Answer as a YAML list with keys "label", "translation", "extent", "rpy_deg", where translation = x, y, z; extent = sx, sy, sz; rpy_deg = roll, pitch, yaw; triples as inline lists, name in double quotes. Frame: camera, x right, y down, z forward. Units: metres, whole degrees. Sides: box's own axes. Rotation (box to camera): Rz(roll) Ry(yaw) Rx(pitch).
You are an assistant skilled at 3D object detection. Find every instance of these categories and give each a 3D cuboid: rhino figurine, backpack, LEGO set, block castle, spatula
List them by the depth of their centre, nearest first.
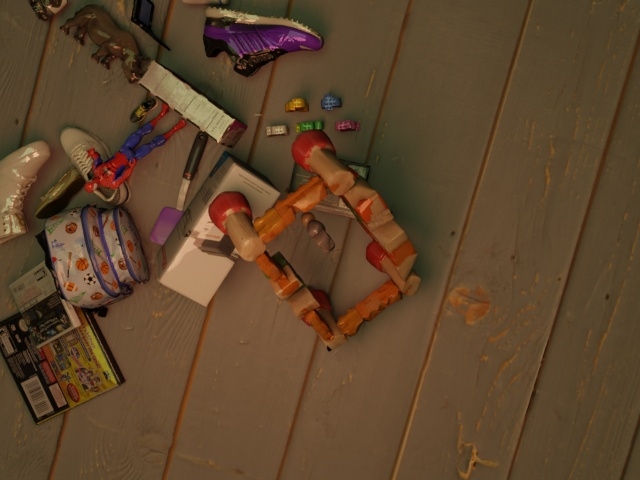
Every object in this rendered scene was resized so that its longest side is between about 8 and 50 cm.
- label: "block castle"
  translation: [0.000, 0.000, 1.595]
  extent: [0.303, 0.213, 0.453]
  rpy_deg: [-37, 133, 1]
- label: "backpack"
  translation: [-0.523, 0.036, 1.707]
  extent: [0.213, 0.263, 0.276]
  rpy_deg: [-22, 90, 5]
- label: "LEGO set"
  translation: [-0.026, -0.297, 1.734]
  extent: [0.227, 0.093, 0.087]
  rpy_deg: [-5, 92, 5]
- label: "rhino figurine"
  translation: [-0.502, -0.468, 1.778]
  extent: [0.243, 0.073, 0.106]
  rpy_deg: [42, 98, 0]
- label: "spatula"
  translation: [-0.330, -0.127, 1.800]
  extent: [0.084, 0.030, 0.296]
  rpy_deg: [20, 94, 3]

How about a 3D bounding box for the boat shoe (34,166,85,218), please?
- label: "boat shoe"
  translation: [-0.647, -0.115, 1.818]
  extent: [0.153, 0.056, 0.048]
  rpy_deg: [-45, 65, 7]

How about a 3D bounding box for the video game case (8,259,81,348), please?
- label: "video game case"
  translation: [-0.661, 0.154, 1.766]
  extent: [0.190, 0.022, 0.173]
  rpy_deg: [-26, 88, 37]

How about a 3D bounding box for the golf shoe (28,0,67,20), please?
- label: "golf shoe"
  translation: [-0.689, -0.635, 1.793]
  extent: [0.094, 0.077, 0.198]
  rpy_deg: [-31, 94, -9]

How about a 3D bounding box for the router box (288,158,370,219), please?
- label: "router box"
  translation: [0.018, -0.133, 1.762]
  extent: [0.179, 0.046, 0.133]
  rpy_deg: [13, 94, 4]

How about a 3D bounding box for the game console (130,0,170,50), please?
- label: "game console"
  translation: [-0.393, -0.516, 1.741]
  extent: [0.071, 0.122, 0.107]
  rpy_deg: [11, 93, 3]

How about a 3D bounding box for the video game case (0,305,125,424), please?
- label: "video game case"
  translation: [-0.657, 0.285, 1.845]
  extent: [0.248, 0.035, 0.274]
  rpy_deg: [-26, 89, 6]

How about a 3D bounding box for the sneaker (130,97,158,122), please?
- label: "sneaker"
  translation: [-0.434, -0.319, 1.797]
  extent: [0.083, 0.035, 0.031]
  rpy_deg: [-41, 88, 5]

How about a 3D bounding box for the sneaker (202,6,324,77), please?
- label: "sneaker"
  translation: [-0.139, -0.452, 1.741]
  extent: [0.293, 0.102, 0.146]
  rpy_deg: [12, 98, 9]

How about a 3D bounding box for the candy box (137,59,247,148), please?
- label: "candy box"
  translation: [-0.293, -0.315, 1.724]
  extent: [0.233, 0.159, 0.071]
  rpy_deg: [37, 95, 1]

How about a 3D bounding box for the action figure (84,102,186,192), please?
- label: "action figure"
  translation: [-0.438, -0.216, 1.704]
  extent: [0.091, 0.139, 0.280]
  rpy_deg: [44, 75, -2]

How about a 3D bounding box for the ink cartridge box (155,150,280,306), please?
- label: "ink cartridge box"
  translation: [-0.240, -0.033, 1.689]
  extent: [0.129, 0.223, 0.307]
  rpy_deg: [32, 95, -19]

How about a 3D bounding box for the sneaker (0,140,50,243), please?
- label: "sneaker"
  translation: [-0.736, -0.102, 1.797]
  extent: [0.292, 0.108, 0.169]
  rpy_deg: [-35, 85, 15]

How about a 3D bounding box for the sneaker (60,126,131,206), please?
- label: "sneaker"
  translation: [-0.550, -0.183, 1.785]
  extent: [0.090, 0.095, 0.235]
  rpy_deg: [-41, 87, 7]

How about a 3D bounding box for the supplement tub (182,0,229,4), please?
- label: "supplement tub"
  translation: [-0.272, -0.596, 1.753]
  extent: [0.107, 0.071, 0.071]
  rpy_deg: [3, 93, 6]
